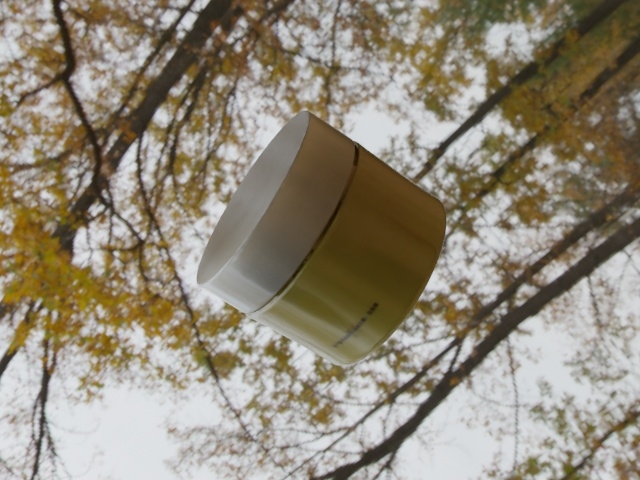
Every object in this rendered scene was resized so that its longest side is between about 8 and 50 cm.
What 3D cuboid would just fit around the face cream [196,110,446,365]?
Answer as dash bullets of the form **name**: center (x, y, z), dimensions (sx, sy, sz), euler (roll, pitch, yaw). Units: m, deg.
- **face cream**: center (0.000, 0.000, 0.896), dimensions (0.179, 0.218, 0.218), euler (32, -147, -16)
